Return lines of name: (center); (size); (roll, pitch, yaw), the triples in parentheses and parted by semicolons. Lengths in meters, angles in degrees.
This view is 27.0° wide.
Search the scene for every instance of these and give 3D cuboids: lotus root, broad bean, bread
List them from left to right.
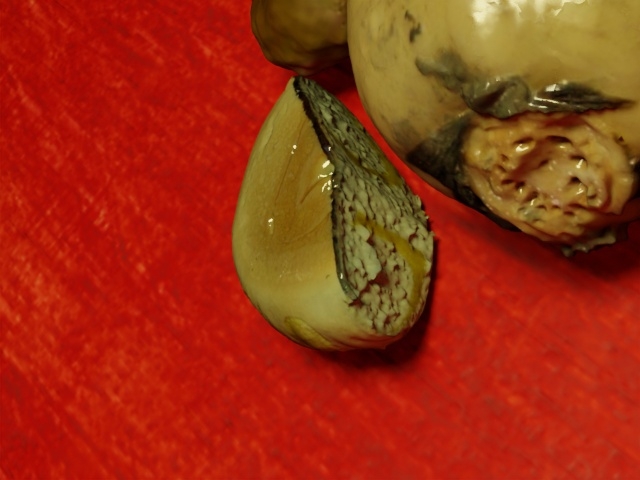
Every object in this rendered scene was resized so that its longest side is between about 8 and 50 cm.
broad bean: (0.000, -0.200, 0.766); (0.156, 0.122, 0.228); (-33, 39, 50)
bread: (0.000, 0.000, 0.668); (0.094, 0.083, 0.157); (-42, 43, 13)
lotus root: (0.106, -0.142, 0.628); (0.182, 0.183, 0.310); (-20, 41, 27)
